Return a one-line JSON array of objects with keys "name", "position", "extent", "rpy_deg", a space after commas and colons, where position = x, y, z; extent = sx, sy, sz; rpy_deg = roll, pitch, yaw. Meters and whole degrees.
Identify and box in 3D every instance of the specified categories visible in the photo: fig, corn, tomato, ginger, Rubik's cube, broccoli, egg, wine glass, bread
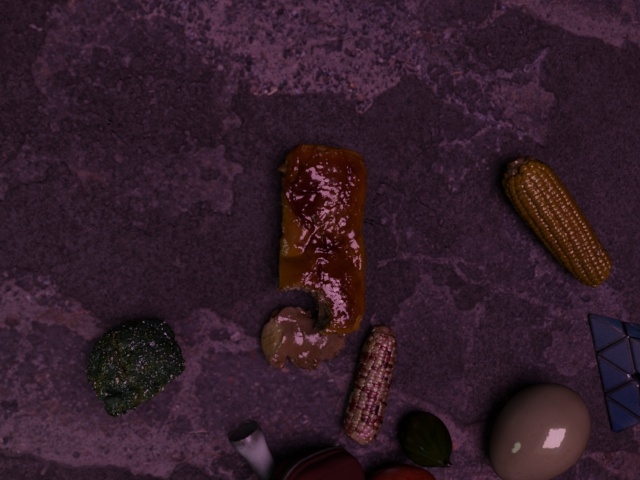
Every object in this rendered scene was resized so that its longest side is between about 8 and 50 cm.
[{"name": "fig", "position": [0.230, 0.439, 1.601], "extent": [0.117, 0.177, 0.117], "rpy_deg": [-2, 110, -7]}, {"name": "corn", "position": [0.110, 0.304, 1.599], "extent": [0.086, 0.086, 0.253], "rpy_deg": [16, 88, -18]}, {"name": "tomato", "position": [0.175, 0.549, 1.592], "extent": [0.167, 0.167, 0.167], "rpy_deg": [-1, 94, -18]}, {"name": "ginger", "position": [-0.014, 0.198, 1.560], "extent": [0.214, 0.074, 0.137], "rpy_deg": [-4, 95, -23]}, {"name": "Rubik's cube", "position": [0.782, 0.300, 1.782], "extent": [0.234, 0.228, 0.228], "rpy_deg": [-12, 144, 18]}, {"name": "corn", "position": [0.528, -0.042, 1.692], "extent": [0.120, 0.120, 0.363], "rpy_deg": [-42, 105, -11]}, {"name": "broccoli", "position": [-0.343, 0.235, 1.412], "extent": [0.196, 0.195, 0.156], "rpy_deg": [-21, 120, -15]}, {"name": "egg", "position": [0.480, 0.430, 1.672], "extent": [0.254, 0.188, 0.188], "rpy_deg": [-42, 105, -4]}, {"name": "wine glass", "position": [-0.121, 0.450, 1.544], "extent": [0.072, 0.072, 0.155], "rpy_deg": [-32, 102, -13]}, {"name": "bread", "position": [0.000, 0.000, 1.504], "extent": [0.185, 0.109, 0.380], "rpy_deg": [3, 83, -20]}]

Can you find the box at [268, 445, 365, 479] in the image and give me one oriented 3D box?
[{"name": "box", "position": [-0.009, 0.622, 1.524], "extent": [0.263, 0.108, 0.403], "rpy_deg": [-6, 98, -50]}]
